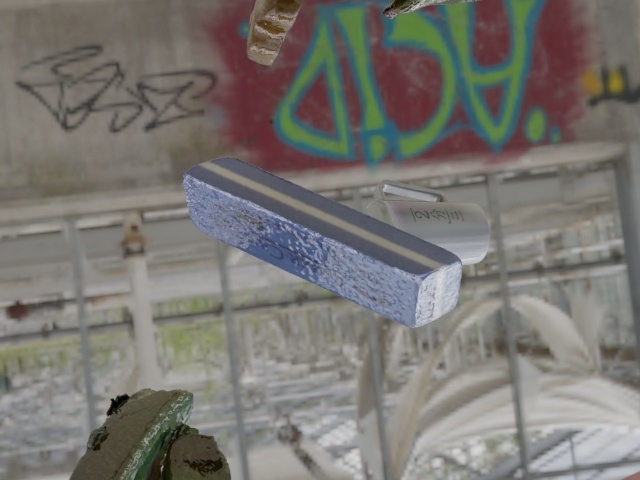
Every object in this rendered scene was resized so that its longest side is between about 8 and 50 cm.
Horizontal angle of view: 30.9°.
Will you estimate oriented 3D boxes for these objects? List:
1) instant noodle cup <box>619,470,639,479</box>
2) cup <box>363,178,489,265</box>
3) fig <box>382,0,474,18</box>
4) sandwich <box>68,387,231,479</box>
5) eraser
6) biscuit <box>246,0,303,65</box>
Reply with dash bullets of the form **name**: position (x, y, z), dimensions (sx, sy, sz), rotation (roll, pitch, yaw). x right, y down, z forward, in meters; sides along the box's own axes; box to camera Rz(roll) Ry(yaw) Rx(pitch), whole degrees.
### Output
- **instant noodle cup**: position (0.333, 0.340, 0.930), dimensions (0.243, 0.255, 0.244), rotation (-11, -155, 5)
- **cup**: position (0.097, -0.016, 1.142), dimensions (0.116, 0.104, 0.074), rotation (-4, 144, -24)
- **fig**: position (0.136, -0.282, 1.057), dimensions (0.184, 0.127, 0.133), rotation (-13, -171, -5)
- **sandwich**: position (-0.171, 0.340, 1.267), dimensions (0.162, 0.301, 0.250), rotation (10, -137, 22)
- **eraser**: position (0.000, 0.000, 0.896), dimensions (0.225, 0.036, 0.082), rotation (25, 151, 16)
- **biscuit**: position (-0.017, -0.268, 1.033), dimensions (0.043, 0.278, 0.301), rotation (22, 132, -8)
